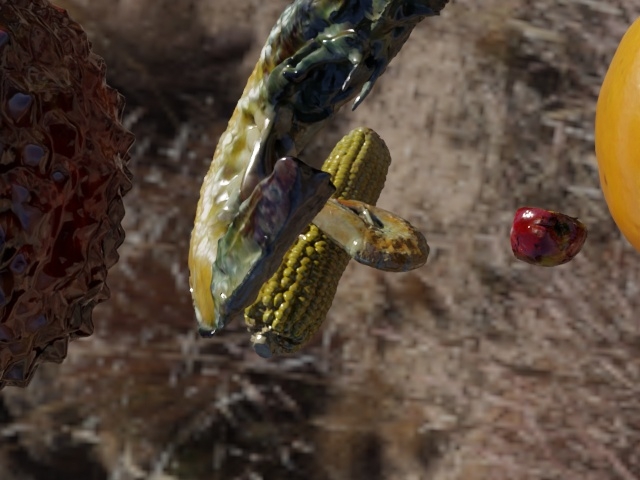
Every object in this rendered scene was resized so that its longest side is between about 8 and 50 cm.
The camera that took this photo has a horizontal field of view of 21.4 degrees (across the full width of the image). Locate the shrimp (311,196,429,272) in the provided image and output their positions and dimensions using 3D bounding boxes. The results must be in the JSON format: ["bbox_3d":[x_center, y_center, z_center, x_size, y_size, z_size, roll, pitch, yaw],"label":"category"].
[{"bbox_3d":[0.035,-0.019,1.877,0.190,0.101,0.042,29,125,14],"label":"shrimp"}]

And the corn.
[{"bbox_3d":[0.000,0.000,1.991,0.097,0.097,0.320,-25,32,56],"label":"corn"}]

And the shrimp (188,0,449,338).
[{"bbox_3d":[-0.013,-0.086,1.200,0.445,0.085,0.272,-46,23,56],"label":"shrimp"}]

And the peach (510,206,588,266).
[{"bbox_3d":[0.209,0.000,1.584,0.083,0.077,0.050,176,111,-75],"label":"peach"}]

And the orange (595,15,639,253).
[{"bbox_3d":[0.398,-0.094,1.494,0.312,0.312,0.312,-15,72,58],"label":"orange"}]

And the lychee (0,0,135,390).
[{"bbox_3d":[-0.382,-0.073,1.532,0.425,0.424,0.500,-59,46,37],"label":"lychee"}]
